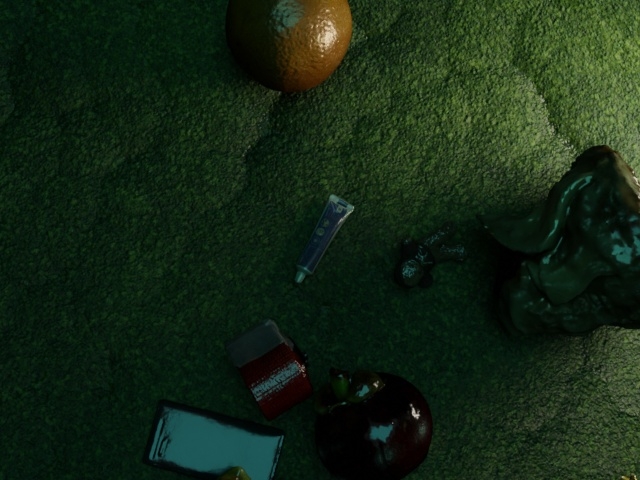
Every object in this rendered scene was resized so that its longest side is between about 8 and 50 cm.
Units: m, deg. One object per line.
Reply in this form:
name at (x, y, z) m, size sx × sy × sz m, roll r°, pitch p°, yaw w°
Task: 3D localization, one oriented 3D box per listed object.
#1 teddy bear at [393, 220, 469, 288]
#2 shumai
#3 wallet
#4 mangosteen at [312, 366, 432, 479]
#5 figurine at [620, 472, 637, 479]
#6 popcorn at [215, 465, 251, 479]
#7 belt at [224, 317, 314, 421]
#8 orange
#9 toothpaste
teddy bear at (0.202, 0.030, 1.740) m, size 0.160 × 0.078 × 0.119 m, roll -34°, pitch 116°, yaw -19°
shumai at (0.479, 0.047, 1.662) m, size 0.348 × 0.395 × 0.395 m, roll -31°, pitch 80°, yaw 14°
wallet at (-0.195, 0.380, 1.639) m, size 0.244 × 0.025 × 0.124 m, roll 15°, pitch 75°, yaw -1°
mangosteen at (0.094, 0.321, 1.580) m, size 0.216 × 0.216 × 0.216 m, roll 1°, pitch 76°, yaw -5°
figurine at (0.607, 0.560, 1.628) m, size 0.234 × 0.127 × 0.185 m, roll 43°, pitch 84°, yaw -5°
popcorn at (-0.155, 0.502, 1.517) m, size 0.256 × 0.255 × 0.195 m, roll 6°, pitch 55°, yaw -30°
belt at (-0.085, 0.227, 1.608) m, size 0.124 × 0.201 × 0.128 m, roll -30°, pitch 120°, yaw -8°
orange at (-0.060, -0.424, 1.747) m, size 0.264 × 0.264 × 0.264 m, roll 1°, pitch 76°, yaw -5°
toothpaste at (0.000, 0.000, 1.746) m, size 0.057 × 0.035 × 0.197 m, roll 30°, pitch 72°, yaw -3°
